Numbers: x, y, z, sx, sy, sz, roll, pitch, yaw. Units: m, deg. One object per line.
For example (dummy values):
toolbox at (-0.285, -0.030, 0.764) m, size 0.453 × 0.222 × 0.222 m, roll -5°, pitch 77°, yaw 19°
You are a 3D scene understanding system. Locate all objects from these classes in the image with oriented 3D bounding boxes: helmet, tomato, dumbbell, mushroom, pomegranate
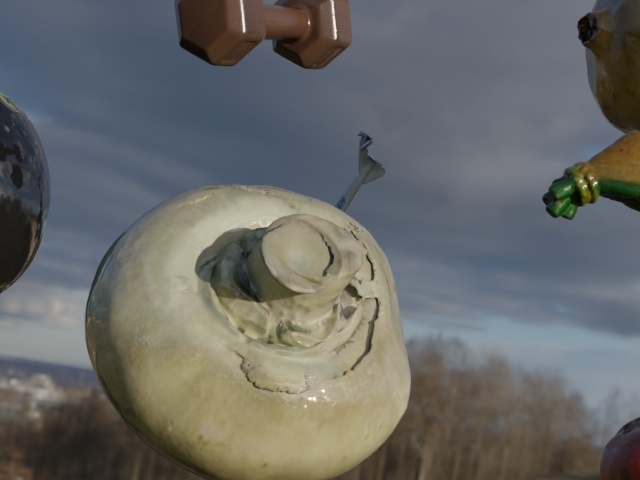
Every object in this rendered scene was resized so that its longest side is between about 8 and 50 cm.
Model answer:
helmet at (-0.357, -0.042, 1.534) m, size 0.160 × 0.279 × 0.230 m, roll -9°, pitch -6°, yaw -14°
tomato at (0.475, 0.276, 2.049) m, size 0.225 × 0.085 × 0.225 m, roll -25°, pitch -7°, yaw -3°
dumbbell at (-0.052, -0.218, 1.493) m, size 0.092 × 0.082 × 0.231 m, roll -37°, pitch -14°, yaw 28°
mushroom at (-0.039, 0.058, 1.077) m, size 0.246 × 0.246 × 0.202 m, roll 12°, pitch -36°, yaw -21°
pomegranate at (0.383, -0.204, 1.553) m, size 0.233 × 0.233 × 0.233 m, roll 10°, pitch -6°, yaw 1°

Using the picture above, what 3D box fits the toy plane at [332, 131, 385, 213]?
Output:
toy plane at (-0.001, -0.003, 1.905) m, size 0.107 × 0.273 × 0.182 m, roll 37°, pitch -15°, yaw -11°

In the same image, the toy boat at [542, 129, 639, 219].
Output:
toy boat at (0.262, 0.001, 1.050) m, size 0.229 × 0.088 × 0.089 m, roll 32°, pitch 1°, yaw -14°
